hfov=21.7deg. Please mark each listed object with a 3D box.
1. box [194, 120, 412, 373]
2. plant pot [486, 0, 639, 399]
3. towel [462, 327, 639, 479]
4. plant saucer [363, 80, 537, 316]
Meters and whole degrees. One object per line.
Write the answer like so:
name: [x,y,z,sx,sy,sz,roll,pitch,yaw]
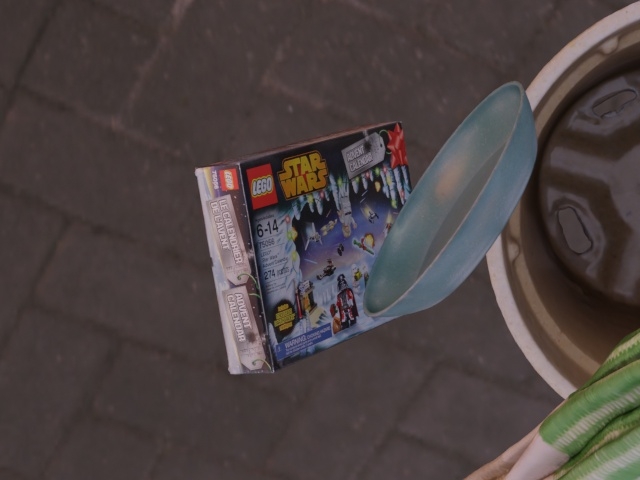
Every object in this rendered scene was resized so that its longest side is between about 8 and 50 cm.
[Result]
box: [0.000,0.000,0.774,0.027,0.137,0.094,-5,99,35]
plant pot: [0.288,-0.031,1.324,0.334,0.305,0.333,0,97,2]
towel: [0.147,0.115,0.456,0.248,0.038,0.325,23,147,-6]
plant saucer: [0.060,-0.013,0.718,0.021,0.119,0.119,32,112,-10]
